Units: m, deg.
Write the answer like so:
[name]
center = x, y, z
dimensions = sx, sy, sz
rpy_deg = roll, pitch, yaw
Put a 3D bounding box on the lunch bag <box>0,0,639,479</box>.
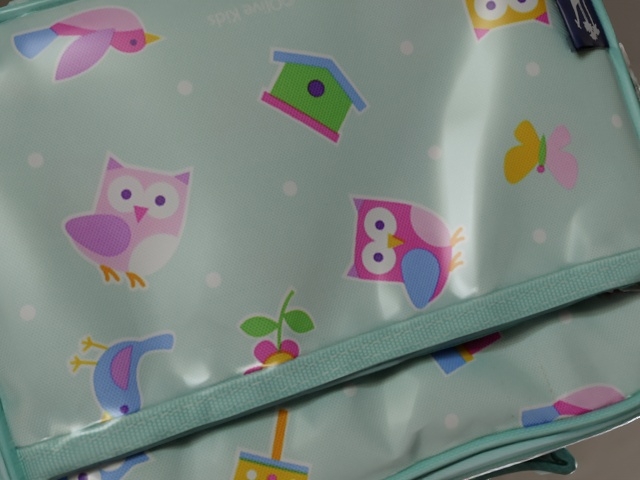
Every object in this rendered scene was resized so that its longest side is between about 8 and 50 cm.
[lunch bag]
center = 0.000, 0.000, 0.523
dimensions = 0.279, 0.224, 0.108
rpy_deg = -18, -10, -13
